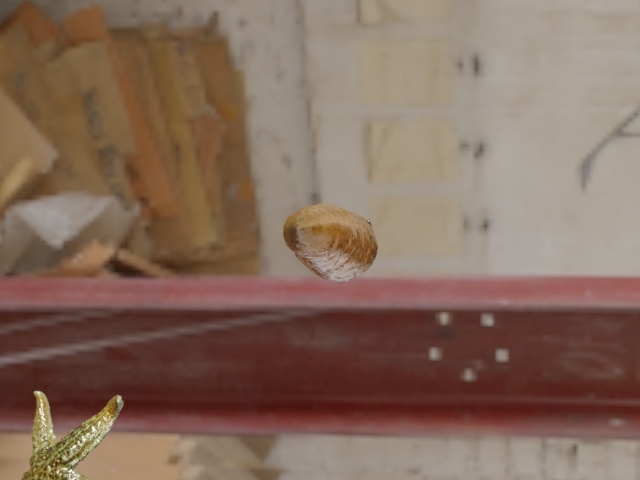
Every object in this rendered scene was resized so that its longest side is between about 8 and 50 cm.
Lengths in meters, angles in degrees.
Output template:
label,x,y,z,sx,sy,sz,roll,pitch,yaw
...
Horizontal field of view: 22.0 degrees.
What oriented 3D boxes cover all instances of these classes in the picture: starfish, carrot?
label,x,y,z,sx,sy,sz,roll,pitch,yaw
starfish,-0.268,0.229,1.662,0.053,0.208,0.176,33,25,-49
carrot,0.000,0.000,1.477,0.205,0.072,0.072,15,76,-77
